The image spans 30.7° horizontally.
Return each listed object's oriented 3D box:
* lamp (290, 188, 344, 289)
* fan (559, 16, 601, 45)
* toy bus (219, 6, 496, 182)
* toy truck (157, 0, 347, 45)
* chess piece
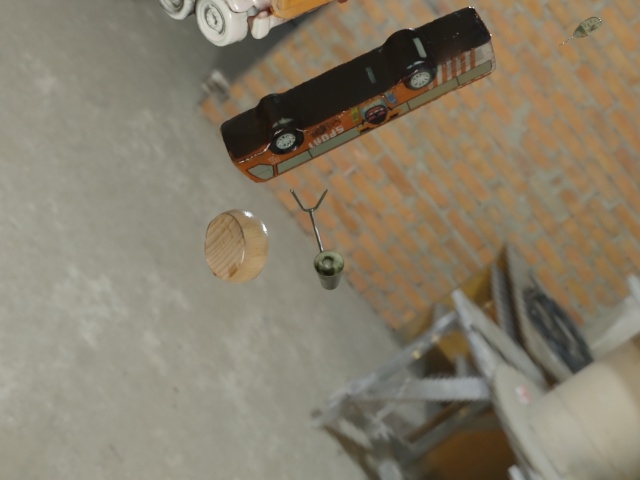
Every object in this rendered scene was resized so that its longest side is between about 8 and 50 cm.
[{"bbox_3d":[0.000,0.001,1.252,0.054,0.041,0.121,85,-8,-58],"label":"lamp"},{"bbox_3d":[0.469,-0.371,2.074,0.060,0.080,0.003,-5,61,-38],"label":"fan"},{"bbox_3d":[0.054,-0.209,1.689,0.092,0.409,0.093,60,6,-55],"label":"toy bus"},{"bbox_3d":[-0.090,-0.243,0.854,0.270,0.135,0.114,36,48,29],"label":"toy truck"},{"bbox_3d":[-0.094,0.006,1.301,0.038,0.083,0.083,3,47,-42],"label":"chess piece"}]
